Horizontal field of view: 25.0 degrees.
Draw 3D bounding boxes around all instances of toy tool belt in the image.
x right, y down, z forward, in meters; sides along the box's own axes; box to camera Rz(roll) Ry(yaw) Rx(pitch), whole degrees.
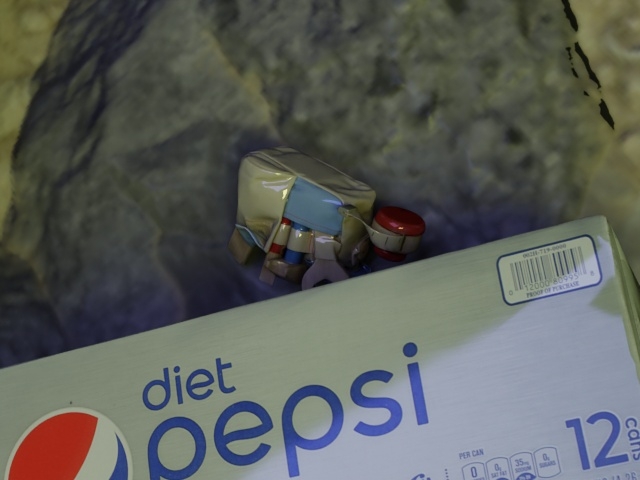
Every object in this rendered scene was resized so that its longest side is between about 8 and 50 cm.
[{"bbox_3d":[0.000,0.000,0.559,0.083,0.052,0.051,28,115,29],"label":"toy tool belt"}]

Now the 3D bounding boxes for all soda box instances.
[{"bbox_3d":[-0.022,0.079,0.506,0.286,0.098,0.091,-15,69,15],"label":"soda box"}]
